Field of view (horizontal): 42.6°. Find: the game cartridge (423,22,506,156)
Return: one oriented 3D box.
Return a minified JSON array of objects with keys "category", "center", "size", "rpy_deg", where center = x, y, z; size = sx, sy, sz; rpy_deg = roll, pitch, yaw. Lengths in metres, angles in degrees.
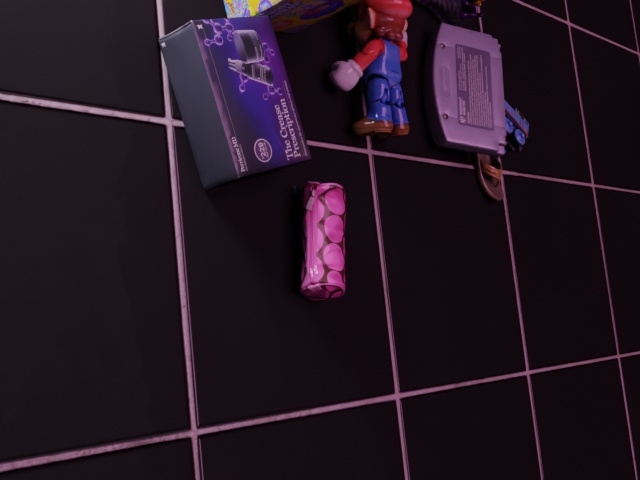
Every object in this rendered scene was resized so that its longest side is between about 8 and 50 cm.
[{"category":"game cartridge","center":[0.331,-0.347,1.890],"size":[0.198,0.062,0.297],"rpy_deg":[6,74,-20]}]

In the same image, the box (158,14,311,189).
[{"category":"box","center":[-0.141,-0.236,1.390],"size":[0.184,0.103,0.261],"rpy_deg":[-21,96,-44]}]

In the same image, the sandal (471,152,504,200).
[{"category":"sandal","center":[0.408,-0.181,1.975],"size":[0.072,0.049,0.180],"rpy_deg":[-21,96,-46]}]

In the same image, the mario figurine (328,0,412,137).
[{"category":"mario figurine","center":[0.103,-0.373,1.686],"size":[0.198,0.170,0.321],"rpy_deg":[-4,94,-88]}]

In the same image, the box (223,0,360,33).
[{"category":"box","center":[-0.036,-0.544,1.431],"size":[0.177,0.290,0.279],"rpy_deg":[-12,90,-47]}]

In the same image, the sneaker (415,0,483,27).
[{"category":"sneaker","center":[0.284,-0.581,1.908],"size":[0.223,0.098,0.083],"rpy_deg":[30,60,-38]}]

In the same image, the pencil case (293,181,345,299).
[{"category":"pencil case","center":[0.000,0.000,1.484],"size":[0.098,0.095,0.209],"rpy_deg":[53,34,-73]}]

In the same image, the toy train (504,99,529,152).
[{"category":"toy train","center":[0.442,-0.296,2.021],"size":[0.184,0.080,0.105],"rpy_deg":[39,46,-29]}]

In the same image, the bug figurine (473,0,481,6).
[{"category":"bug figurine","center":[0.357,-0.705,2.031],"size":[0.279,0.072,0.216],"rpy_deg":[9,74,-45]}]
